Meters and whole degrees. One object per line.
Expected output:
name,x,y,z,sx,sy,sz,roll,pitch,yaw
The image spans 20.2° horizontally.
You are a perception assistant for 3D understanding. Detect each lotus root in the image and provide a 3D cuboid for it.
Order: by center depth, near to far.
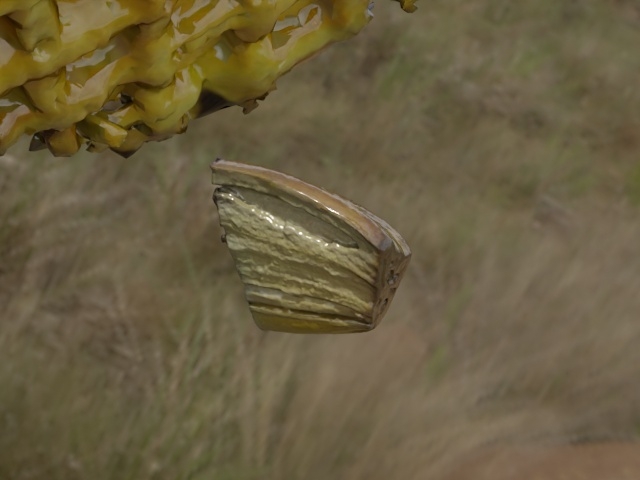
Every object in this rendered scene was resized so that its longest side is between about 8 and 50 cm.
lotus root,0.002,0.003,1.291,0.135,0.159,0.095,19,50,23

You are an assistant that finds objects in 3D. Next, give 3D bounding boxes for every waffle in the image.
waffle,-0.048,-0.167,0.849,0.382,0.379,0.095,4,50,-56
